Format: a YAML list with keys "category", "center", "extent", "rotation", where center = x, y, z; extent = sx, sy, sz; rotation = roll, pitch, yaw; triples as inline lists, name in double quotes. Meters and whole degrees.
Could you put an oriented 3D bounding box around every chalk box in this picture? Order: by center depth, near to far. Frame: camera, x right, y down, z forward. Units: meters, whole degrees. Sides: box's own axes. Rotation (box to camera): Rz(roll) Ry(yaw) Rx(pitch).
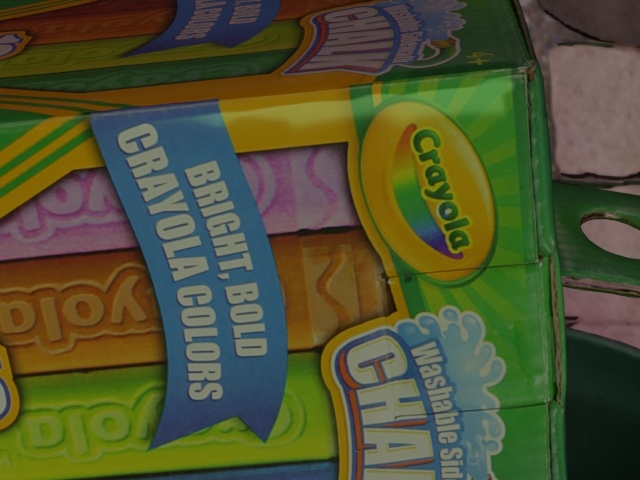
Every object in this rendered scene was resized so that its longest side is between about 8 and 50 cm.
- category: "chalk box"
  center: [0.000, 0.000, 0.492]
  extent: [0.289, 0.180, 0.179]
  rotation: [-6, 113, 4]

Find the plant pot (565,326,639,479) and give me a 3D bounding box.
- category: "plant pot"
  center: [0.032, 0.181, 0.537]
  extent: [0.293, 0.293, 0.196]
  rotation: [-17, 113, -23]
